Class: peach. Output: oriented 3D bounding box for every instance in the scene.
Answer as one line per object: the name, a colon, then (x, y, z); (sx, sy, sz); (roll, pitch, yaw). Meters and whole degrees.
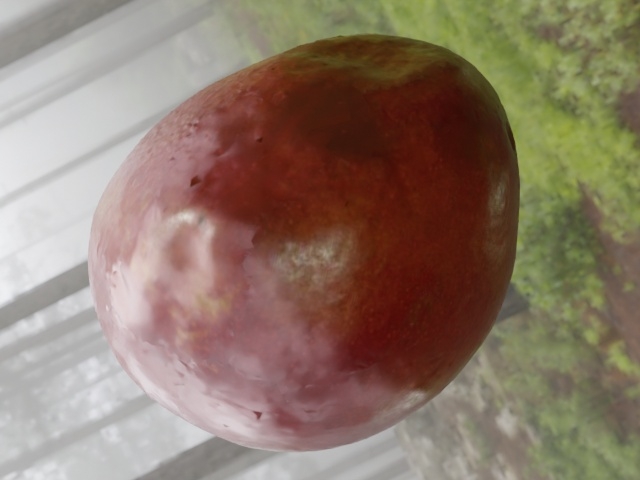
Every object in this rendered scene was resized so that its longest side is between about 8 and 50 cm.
peach: (0.000, 0.000, 0.622); (0.199, 0.243, 0.243); (52, -177, 7)
